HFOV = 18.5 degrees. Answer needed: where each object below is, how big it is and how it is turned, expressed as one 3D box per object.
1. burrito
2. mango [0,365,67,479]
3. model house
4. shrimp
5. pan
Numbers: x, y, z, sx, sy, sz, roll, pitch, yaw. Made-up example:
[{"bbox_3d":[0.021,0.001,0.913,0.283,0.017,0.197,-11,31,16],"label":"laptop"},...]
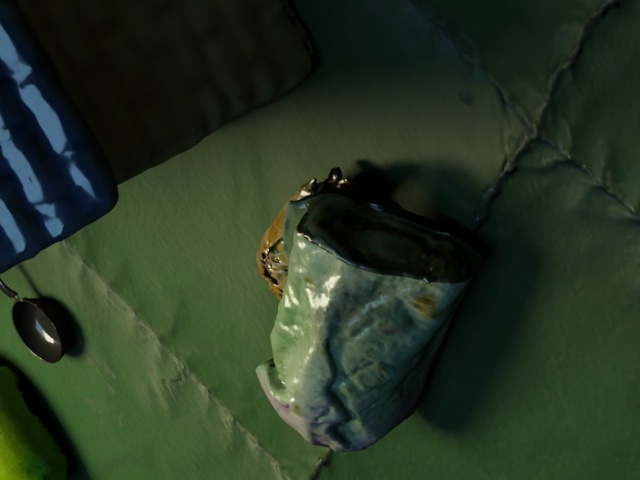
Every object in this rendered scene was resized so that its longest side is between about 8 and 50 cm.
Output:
[{"bbox_3d":[0.026,0.071,1.449,0.144,0.089,0.229,19,134,6],"label":"burrito"},{"bbox_3d":[-0.328,0.191,1.932,0.178,0.100,0.119,43,140,1],"label":"mango"},{"bbox_3d":[-0.328,-0.152,1.423,0.445,0.400,0.395,-16,108,52],"label":"model house"},{"bbox_3d":[0.000,0.000,1.483,0.091,0.043,0.184,35,146,12],"label":"shrimp"},{"bbox_3d":[-0.271,0.061,1.828,0.115,0.023,0.068,54,144,-5],"label":"pan"}]
